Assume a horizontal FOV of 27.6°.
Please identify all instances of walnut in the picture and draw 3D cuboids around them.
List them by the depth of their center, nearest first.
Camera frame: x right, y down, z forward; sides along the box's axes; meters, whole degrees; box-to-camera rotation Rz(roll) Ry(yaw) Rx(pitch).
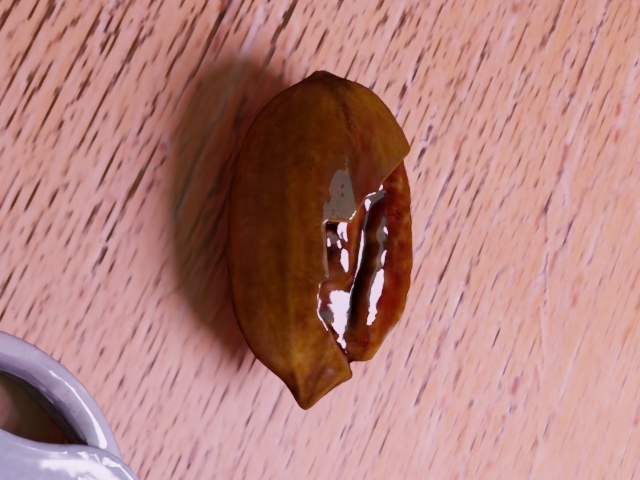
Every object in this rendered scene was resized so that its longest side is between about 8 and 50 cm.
[{"bbox_3d":[0.000,0.000,0.793,0.116,0.116,0.207,7,86,-31],"label":"walnut"}]

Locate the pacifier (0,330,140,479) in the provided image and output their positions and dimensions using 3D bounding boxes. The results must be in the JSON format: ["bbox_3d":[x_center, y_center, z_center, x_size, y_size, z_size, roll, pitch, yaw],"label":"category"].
[{"bbox_3d":[-0.170,0.159,0.618,0.299,0.233,0.244,34,70,-27],"label":"pacifier"}]
